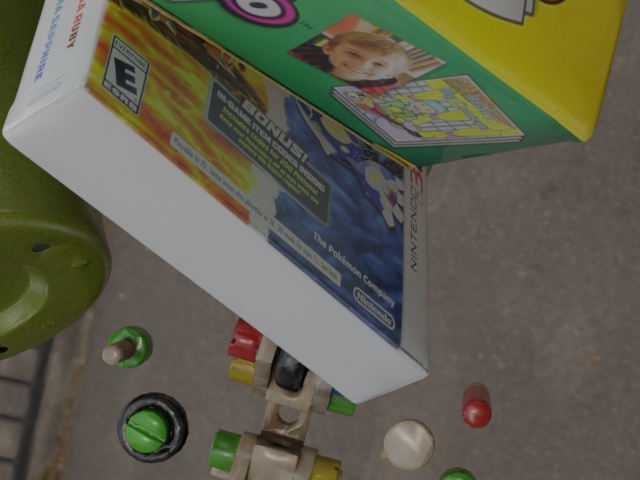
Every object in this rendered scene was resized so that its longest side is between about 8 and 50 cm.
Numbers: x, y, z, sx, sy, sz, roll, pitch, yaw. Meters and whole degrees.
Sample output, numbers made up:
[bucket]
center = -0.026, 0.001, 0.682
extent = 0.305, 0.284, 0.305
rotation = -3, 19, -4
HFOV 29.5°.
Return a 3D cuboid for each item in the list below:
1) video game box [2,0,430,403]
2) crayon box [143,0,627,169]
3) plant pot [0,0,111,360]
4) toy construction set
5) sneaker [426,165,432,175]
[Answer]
[video game box]
center = -0.026, -0.059, 0.517
extent = 0.048, 0.205, 0.187
rotation = -27, 42, 28
[crayon box]
center = -0.018, -0.242, 0.403
extent = 0.106, 0.363, 0.313
rotation = -2, 65, 50
[plant pot]
center = -0.328, -0.092, 0.994
extent = 0.366, 0.367, 0.353
rotation = -45, 57, 38
[toy construction set]
center = 0.002, 0.175, 1.082
extent = 0.237, 0.309, 0.257
rotation = -11, -89, -82
[sneaker]
center = 0.000, 0.000, 0.852
extent = 0.083, 0.118, 0.222
rotation = 42, 150, 21
